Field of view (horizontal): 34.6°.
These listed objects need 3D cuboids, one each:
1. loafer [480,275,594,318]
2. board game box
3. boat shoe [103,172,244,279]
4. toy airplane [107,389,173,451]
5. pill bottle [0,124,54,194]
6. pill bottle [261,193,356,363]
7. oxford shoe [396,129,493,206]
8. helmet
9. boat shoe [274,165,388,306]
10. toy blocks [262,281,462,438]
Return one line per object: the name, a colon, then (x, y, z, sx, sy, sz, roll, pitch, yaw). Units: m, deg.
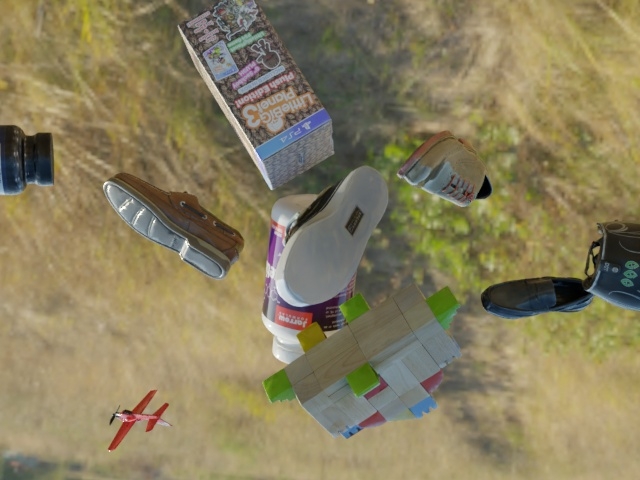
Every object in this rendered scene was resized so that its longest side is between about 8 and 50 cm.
loafer: (0.401, 0.098, 1.879, 0.223, 0.076, 0.078, -1, 155, -19)
board game box: (-0.110, -0.267, 1.856, 0.141, 0.291, 0.232, -31, 171, -3)
boat shoe: (-0.296, -0.047, 2.096, 0.307, 0.104, 0.111, 38, 147, -10)
toy airplane: (-0.332, 0.327, 1.887, 0.151, 0.151, 0.028, -3, 130, 34)
pill bottle: (-0.572, -0.137, 1.764, 0.219, 0.122, 0.123, -2, 169, -12)
pill bottle: (-0.021, 0.080, 2.050, 0.182, 0.323, 0.181, 6, -163, -2)
oxford shoe: (0.267, -0.135, 2.066, 0.123, 0.130, 0.348, -47, 163, 25)
helmet: (0.544, 0.044, 1.761, 0.162, 0.169, 0.169, 11, 167, 2)
boat shoe: (-0.002, -0.003, 1.553, 0.105, 0.306, 0.113, -22, 118, 40)
toy blocks: (0.122, 0.252, 1.929, 0.381, 0.190, 0.261, -34, 136, 5)
